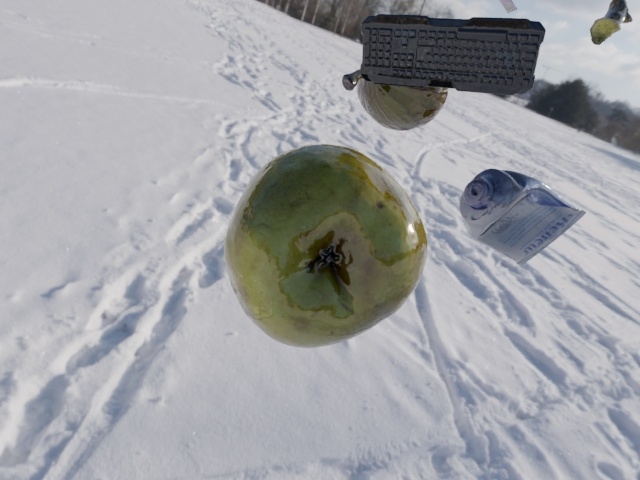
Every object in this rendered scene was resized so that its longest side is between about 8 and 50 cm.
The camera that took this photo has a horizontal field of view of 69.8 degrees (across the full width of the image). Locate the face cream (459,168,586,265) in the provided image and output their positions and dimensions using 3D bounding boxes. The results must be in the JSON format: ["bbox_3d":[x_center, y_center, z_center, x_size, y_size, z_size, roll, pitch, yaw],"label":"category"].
[{"bbox_3d":[0.523,-0.063,1.226,0.420,0.235,0.137,21,32,-37],"label":"face cream"}]

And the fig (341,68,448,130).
[{"bbox_3d":[0.151,-0.344,0.991,0.217,0.217,0.320,30,26,24],"label":"fig"}]

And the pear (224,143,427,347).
[{"bbox_3d":[0.000,0.000,0.705,0.303,0.304,0.304,17,22,-7],"label":"pear"}]

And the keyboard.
[{"bbox_3d":[0.185,-0.276,0.685,0.262,0.106,0.016,12,37,19],"label":"keyboard"}]

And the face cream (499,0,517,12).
[{"bbox_3d":[0.413,-0.575,1.056,0.115,0.020,0.038,46,0,-17],"label":"face cream"}]

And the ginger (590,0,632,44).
[{"bbox_3d":[0.615,-0.464,0.964,0.057,0.044,0.137,22,62,41],"label":"ginger"}]
